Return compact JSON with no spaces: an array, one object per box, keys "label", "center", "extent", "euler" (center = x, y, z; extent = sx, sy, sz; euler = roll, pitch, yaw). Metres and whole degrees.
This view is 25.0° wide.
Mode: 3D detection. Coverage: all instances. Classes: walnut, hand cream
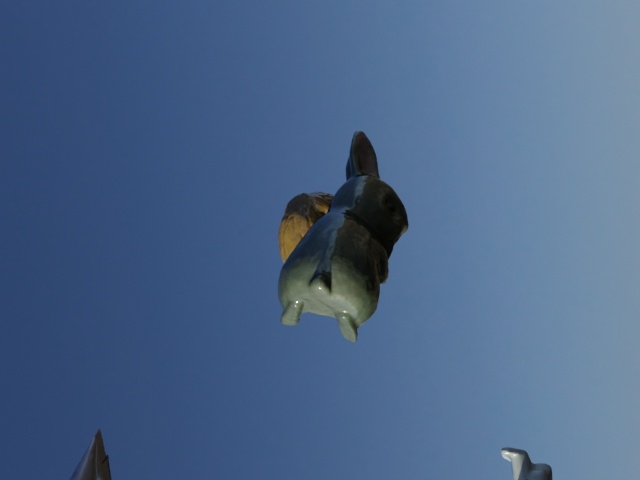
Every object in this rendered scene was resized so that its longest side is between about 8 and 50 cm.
[{"label":"walnut","center":[0.000,0.000,1.656],"extent":[0.105,0.105,0.124],"euler":[-66,-38,-52]},{"label":"hand cream","center":[-0.193,0.226,1.125],"extent":[0.084,0.053,0.142],"euler":[91,-169,-48]}]

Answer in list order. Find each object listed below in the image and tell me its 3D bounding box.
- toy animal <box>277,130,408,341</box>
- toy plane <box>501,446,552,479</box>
[{"label":"toy animal","center":[0.039,-0.010,1.539],"extent":[0.138,0.108,0.236],"euler":[93,-159,-65]},{"label":"toy plane","center":[0.199,0.313,1.296],"extent":[0.267,0.123,0.267],"euler":[-12,-90,-75]}]
